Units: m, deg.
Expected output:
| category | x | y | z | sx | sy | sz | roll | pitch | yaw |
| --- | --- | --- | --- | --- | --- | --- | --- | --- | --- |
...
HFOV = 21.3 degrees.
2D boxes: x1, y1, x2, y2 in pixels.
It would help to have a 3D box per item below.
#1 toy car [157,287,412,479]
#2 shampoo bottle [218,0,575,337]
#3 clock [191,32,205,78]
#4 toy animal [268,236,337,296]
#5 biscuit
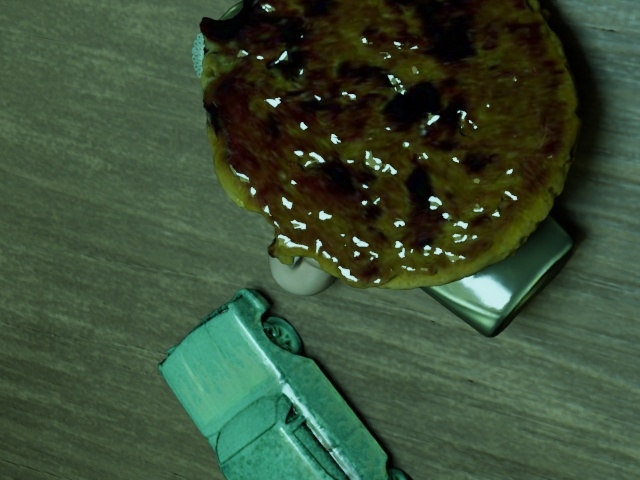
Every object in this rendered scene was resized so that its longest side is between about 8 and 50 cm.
| category | x | y | z | sx | sy | sz | roll | pitch | yaw |
| --- | --- | --- | --- | --- | --- | --- | --- | --- | --- |
| toy car | -0.019 | 0.204 | 1.585 | 0.141 | 0.097 | 0.320 | -40 | 86 | 35 |
| shampoo bottle | 0.049 | -0.072 | 1.430 | 0.350 | 0.084 | 0.125 | 43 | 81 | 12 |
| clock | -0.081 | -0.162 | 1.534 | 0.083 | 0.010 | 0.074 | 7 | 112 | 30 |
| toy animal | 0.005 | 0.004 | 1.502 | 0.089 | 0.083 | 0.150 | 26 | 152 | -24 |
| biscuit | 0.049 | -0.121 | 1.357 | 0.289 | 0.081 | 0.334 | -17 | 80 | 4 |
